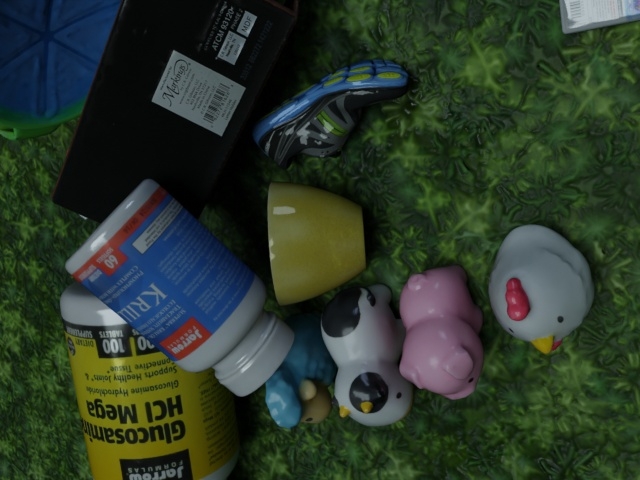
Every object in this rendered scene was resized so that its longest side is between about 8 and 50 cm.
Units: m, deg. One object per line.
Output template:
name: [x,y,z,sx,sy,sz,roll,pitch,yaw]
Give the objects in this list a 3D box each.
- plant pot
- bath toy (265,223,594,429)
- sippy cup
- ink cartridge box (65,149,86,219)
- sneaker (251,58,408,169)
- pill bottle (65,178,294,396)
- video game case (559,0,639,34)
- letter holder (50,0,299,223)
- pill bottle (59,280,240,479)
plant pot: [0.000,0.000,0.745,0.095,0.134,0.134,-4,103,3]
bath toy: [0.102,0.101,0.703,0.348,0.129,0.152,-25,90,32]
sippy cup: [-0.370,-0.289,0.822,0.224,0.240,0.305,43,96,25]
ink cartridge box: [-0.318,-0.094,0.945,0.062,0.029,0.115,33,118,18]
sneaker: [0.015,-0.131,0.735,0.188,0.067,0.078,-22,113,30]
pill bottle: [-0.134,0.054,0.706,0.221,0.124,0.124,44,123,-14]
video game case: [0.267,-0.264,0.573,0.143,0.019,0.157,-4,101,30]
letter holder: [-0.152,-0.178,0.775,0.151,0.214,0.302,24,120,-13]
pill bottle: [-0.201,0.205,0.867,0.187,0.188,0.334,0,104,30]
